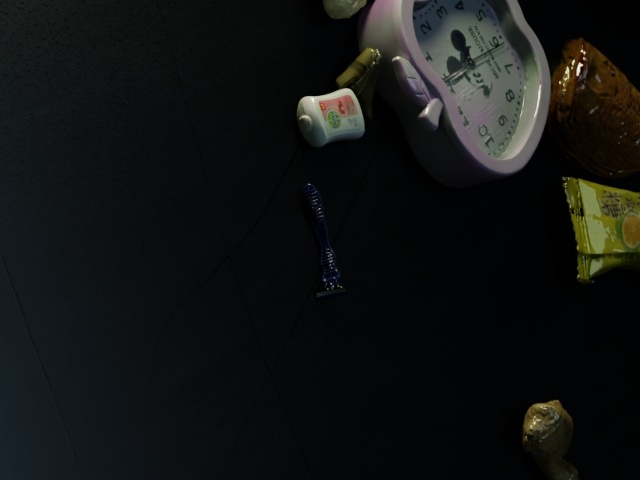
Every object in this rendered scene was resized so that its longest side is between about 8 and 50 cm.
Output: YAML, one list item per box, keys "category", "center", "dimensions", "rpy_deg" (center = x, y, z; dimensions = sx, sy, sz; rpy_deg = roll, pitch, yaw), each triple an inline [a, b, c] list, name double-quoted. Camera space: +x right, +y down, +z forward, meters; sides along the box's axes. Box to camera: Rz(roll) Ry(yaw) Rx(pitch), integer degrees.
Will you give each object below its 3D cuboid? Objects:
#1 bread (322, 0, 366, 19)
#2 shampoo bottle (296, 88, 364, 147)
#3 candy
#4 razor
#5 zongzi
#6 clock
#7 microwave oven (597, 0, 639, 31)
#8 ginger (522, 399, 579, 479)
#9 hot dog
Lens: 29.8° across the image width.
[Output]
- category: "bread"
  center: [0.053, -0.433, 1.705]
  dimensions: [0.251, 0.039, 0.181]
  rpy_deg: [-54, 140, -46]
- category: "shampoo bottle"
  center: [0.010, -0.165, 1.626]
  dimensions: [0.099, 0.043, 0.072]
  rpy_deg: [-17, 89, -45]
- category: "candy"
  center: [0.511, -0.008, 2.029]
  dimensions: [0.297, 0.081, 0.187]
  rpy_deg: [3, 76, -46]
- category: "razor"
  center: [0.001, 0.001, 1.579]
  dimensions: [0.028, 0.044, 0.154]
  rpy_deg: [17, 59, -72]
- category: "zongzi"
  center: [0.072, -0.222, 1.689]
  dimensions: [0.076, 0.040, 0.083]
  rpy_deg: [-47, 120, 1]
- category: "clock"
  center: [0.204, -0.249, 1.799]
  dimensions: [0.338, 0.102, 0.338]
  rpy_deg: [14, 68, -39]
- category: "microwave oven"
  center: [0.591, -0.531, 2.195]
  dimensions: [0.247, 0.188, 0.178]
  rpy_deg: [27, 59, -35]
- category: "ginger"
  center: [0.349, 0.302, 1.793]
  dimensions: [0.096, 0.067, 0.165]
  rpy_deg: [-54, 127, -39]
- category: "hot dog"
  center: [0.473, -0.219, 2.035]
  dimensions: [0.272, 0.122, 0.196]
  rpy_deg: [32, 59, -38]
